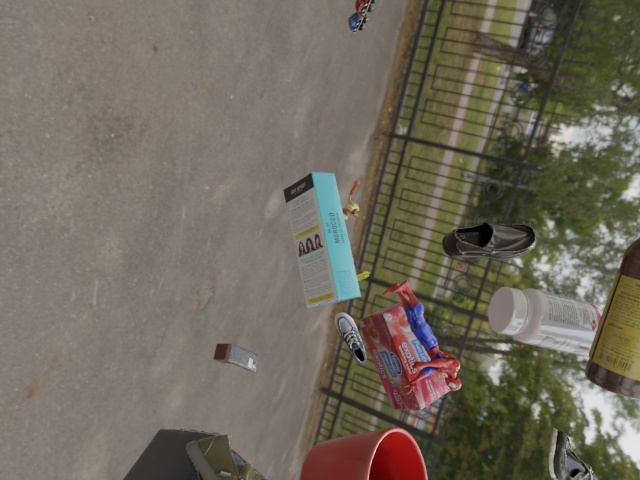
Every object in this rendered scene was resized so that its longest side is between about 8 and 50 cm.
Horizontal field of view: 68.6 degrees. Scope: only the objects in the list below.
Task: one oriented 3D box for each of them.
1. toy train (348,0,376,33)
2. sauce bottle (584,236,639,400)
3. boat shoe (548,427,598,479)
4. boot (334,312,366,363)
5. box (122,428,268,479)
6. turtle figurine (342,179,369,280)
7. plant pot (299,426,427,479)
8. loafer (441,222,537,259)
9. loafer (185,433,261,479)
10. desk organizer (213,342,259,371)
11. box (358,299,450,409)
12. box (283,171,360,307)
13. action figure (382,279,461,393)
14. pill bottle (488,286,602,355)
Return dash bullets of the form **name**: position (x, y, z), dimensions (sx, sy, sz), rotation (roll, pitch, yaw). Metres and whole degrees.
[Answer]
- **toy train**: position (0.085, -0.454, 0.900), dimensions (0.036, 0.027, 0.158), rotation (-18, 169, -17)
- **sauce bottle**: position (0.532, 0.080, 0.753), dimensions (0.111, 0.111, 0.345), rotation (-13, 118, -68)
- **boat shoe**: position (0.489, 0.440, 0.904), dimensions (0.084, 0.079, 0.233), rotation (-56, 128, -38)
- **boot**: position (0.115, 0.352, 1.702), dimensions (0.190, 0.069, 0.086), rotation (60, 1, -19)
- **box**: position (-0.249, 0.726, 0.935), dimensions (0.472, 0.297, 0.480), rotation (51, 49, -19)
- **turtle figurine**: position (0.033, 0.003, 1.091), dimensions (0.087, 0.217, 0.269), rotation (-4, 150, -41)
- **plant pot**: position (0.099, 0.613, 1.179), dimensions (0.275, 0.243, 0.275), rotation (20, 62, -44)
- **loafer**: position (0.397, -0.001, 1.083), dimensions (0.078, 0.220, 0.080), rotation (85, -2, -67)
- **loafer**: position (-0.127, 0.401, 0.748), dimensions (0.087, 0.251, 0.094), rotation (-23, 134, -31)
- **desk organizer**: position (-0.224, 0.313, 1.256), dimensions (0.130, 0.050, 0.047), rotation (45, 47, -51)
- **box**: position (0.222, 0.300, 1.242), dimensions (0.128, 0.122, 0.257), rotation (-17, 83, -33)
- **box**: position (0.000, 0.000, 0.906), dimensions (0.060, 0.100, 0.244), rotation (-3, 77, -40)
- **action figure**: position (0.219, 0.248, 1.093), dimensions (0.139, 0.280, 0.091), rotation (-35, 179, -16)
- **pill bottle**: position (0.652, 0.230, 1.368), dimensions (0.160, 0.283, 0.160), rotation (-166, -90, -82)
